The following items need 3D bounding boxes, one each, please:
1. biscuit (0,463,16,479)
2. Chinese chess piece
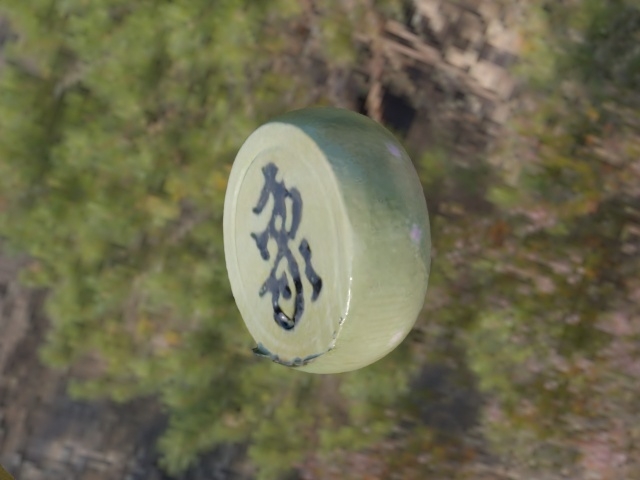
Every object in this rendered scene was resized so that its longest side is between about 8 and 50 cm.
[{"bbox_3d":[-0.288,0.118,1.066,0.166,0.225,0.036,45,114,54],"label":"biscuit"},{"bbox_3d":[0.000,0.000,0.971,0.144,0.058,0.144,14,106,56],"label":"Chinese chess piece"}]
